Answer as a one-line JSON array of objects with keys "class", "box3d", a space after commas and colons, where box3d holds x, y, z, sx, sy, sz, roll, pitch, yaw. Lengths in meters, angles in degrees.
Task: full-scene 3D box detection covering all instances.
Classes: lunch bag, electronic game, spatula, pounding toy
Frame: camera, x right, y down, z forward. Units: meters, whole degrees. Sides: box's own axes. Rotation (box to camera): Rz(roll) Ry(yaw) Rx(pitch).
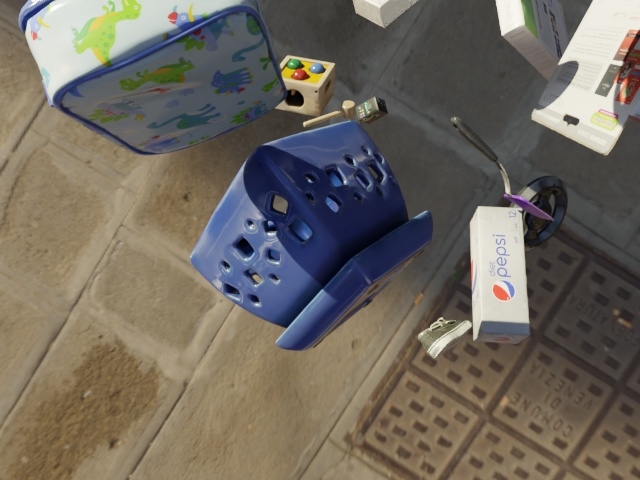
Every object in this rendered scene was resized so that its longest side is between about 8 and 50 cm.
[{"class": "lunch bag", "box3d": [-0.127, -0.149, 0.454, 0.176, 0.219, 0.090, -24, 86, 2]}, {"class": "electronic game", "box3d": [0.612, -0.074, 1.505, 0.229, 0.048, 0.229, -14, 121, -24]}, {"class": "spatula", "box3d": [0.362, -0.141, 1.081, 0.030, 0.084, 0.296, -43, 103, 0]}, {"class": "pounding toy", "box3d": [-0.013, -0.356, 1.273, 0.206, 0.181, 0.094, 14, 135, 11]}]

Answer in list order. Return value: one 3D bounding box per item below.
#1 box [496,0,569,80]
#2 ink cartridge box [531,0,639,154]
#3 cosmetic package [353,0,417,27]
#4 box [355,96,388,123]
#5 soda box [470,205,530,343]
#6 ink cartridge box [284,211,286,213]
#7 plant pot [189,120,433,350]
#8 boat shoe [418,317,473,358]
[{"class": "box", "box3d": [0.512, -0.528, 1.272, 0.059, 0.322, 0.232, -17, 69, 40]}, {"class": "ink cartridge box", "box3d": [0.552, -0.292, 0.949, 0.130, 0.309, 0.271, 19, 113, -11]}, {"class": "cosmetic package", "box3d": [0.191, -0.581, 1.180, 0.239, 0.060, 0.099, -42, 58, -8]}, {"class": "box", "box3d": [0.170, -0.433, 1.773, 0.083, 0.062, 0.052, -22, 76, 37]}, {"class": "soda box", "box3d": [0.381, 0.072, 1.148, 0.098, 0.091, 0.286, 3, 67, 4]}, {"class": "ink cartridge box", "box3d": [-0.029, 0.010, 1.550, 0.092, 0.159, 0.217, 19, 117, 32]}, {"class": "plant pot", "box3d": [0.000, 0.000, 0.736, 0.212, 0.236, 0.236, 48, 130, 12]}, {"class": "boat shoe", "box3d": [0.307, 0.221, 1.297, 0.070, 0.219, 0.077, 45, 115, 23]}]
